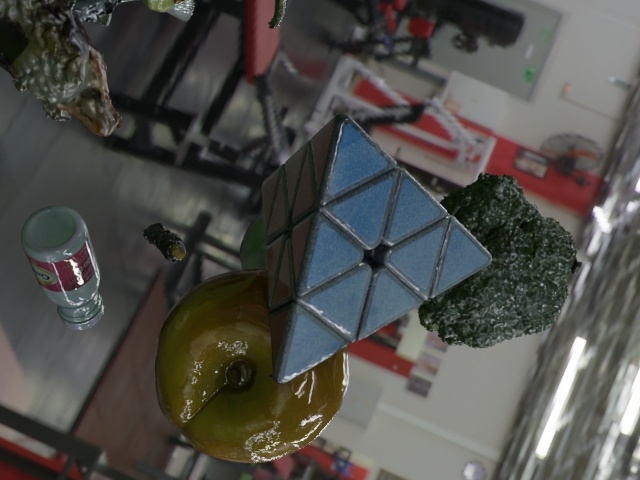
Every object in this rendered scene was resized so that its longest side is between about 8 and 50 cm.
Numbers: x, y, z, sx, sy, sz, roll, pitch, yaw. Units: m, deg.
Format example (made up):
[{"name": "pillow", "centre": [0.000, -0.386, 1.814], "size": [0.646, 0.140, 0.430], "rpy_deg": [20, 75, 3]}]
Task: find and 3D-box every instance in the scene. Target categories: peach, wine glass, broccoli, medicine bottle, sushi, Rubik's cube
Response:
[{"name": "peach", "centre": [-0.092, 0.161, 1.421], "size": [0.251, 0.251, 0.153], "rpy_deg": [-68, 164, 13]}, {"name": "wine glass", "centre": [-0.353, -0.478, 2.230], "size": [0.183, 0.122, 0.122], "rpy_deg": [-16, 146, -28]}, {"name": "broccoli", "centre": [0.288, 0.031, 2.011], "size": [0.321, 0.303, 0.283], "rpy_deg": [-27, -162, 15]}, {"name": "medicine bottle", "centre": [-0.361, 0.046, 1.613], "size": [0.216, 0.090, 0.090], "rpy_deg": [88, 24, -55]}, {"name": "sushi", "centre": [-0.265, -0.194, 1.066], "size": [0.097, 0.226, 0.103], "rpy_deg": [-43, -175, 1]}, {"name": "Rubik's cube", "centre": [0.025, -0.004, 1.312], "size": [0.233, 0.228, 0.228], "rpy_deg": [-29, 179, 24]}]

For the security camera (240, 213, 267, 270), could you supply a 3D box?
[{"name": "security camera", "centre": [0.000, 0.000, 1.814], "size": [0.277, 0.191, 0.197], "rpy_deg": [-39, 129, -32]}]

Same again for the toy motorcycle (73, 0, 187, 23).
[{"name": "toy motorcycle", "centre": [-0.268, -0.476, 1.621], "size": [0.168, 0.237, 0.410], "rpy_deg": [107, -11, -64]}]

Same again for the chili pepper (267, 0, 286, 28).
[{"name": "chili pepper", "centre": [-0.101, -0.380, 1.371], "size": [0.137, 0.092, 0.368], "rpy_deg": [-33, 151, 16]}]

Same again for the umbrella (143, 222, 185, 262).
[{"name": "umbrella", "centre": [-0.228, 0.003, 1.679], "size": [0.144, 0.040, 0.037], "rpy_deg": [-150, -127, -63]}]
